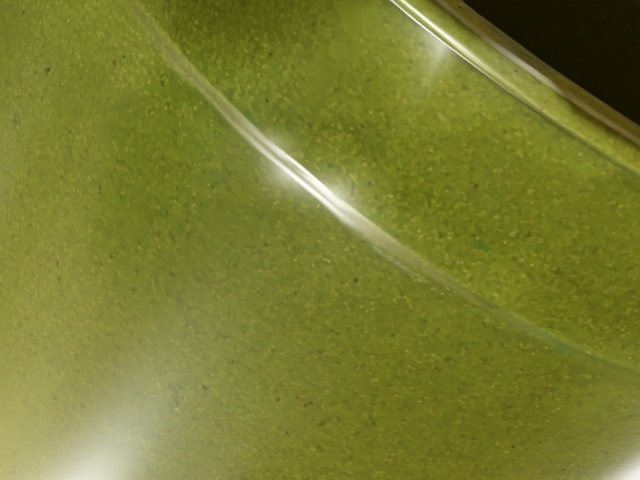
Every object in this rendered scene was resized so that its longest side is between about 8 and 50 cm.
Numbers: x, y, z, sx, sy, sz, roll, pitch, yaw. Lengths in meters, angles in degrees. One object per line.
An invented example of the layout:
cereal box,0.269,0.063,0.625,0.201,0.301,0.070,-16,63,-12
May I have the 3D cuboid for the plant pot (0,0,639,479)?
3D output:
plant pot,0.000,0.000,0.742,0.366,0.366,0.353,28,120,-17
